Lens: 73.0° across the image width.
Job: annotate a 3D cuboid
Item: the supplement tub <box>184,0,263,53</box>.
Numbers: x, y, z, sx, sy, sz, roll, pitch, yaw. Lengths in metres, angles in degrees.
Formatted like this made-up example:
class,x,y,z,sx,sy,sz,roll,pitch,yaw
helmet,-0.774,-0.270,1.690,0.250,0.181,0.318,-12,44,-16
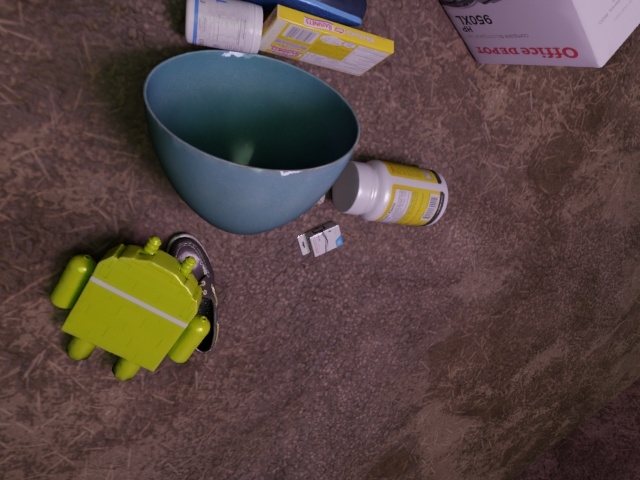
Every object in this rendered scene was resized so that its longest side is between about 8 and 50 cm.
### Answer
class,x,y,z,sx,sy,sz,roll,pitch,yaw
supplement tub,-0.143,-0.319,0.637,0.107,0.071,0.071,2,111,-19

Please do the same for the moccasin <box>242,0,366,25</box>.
class,x,y,z,sx,sy,sz,roll,pitch,yaw
moccasin,-0.076,-0.401,0.606,0.341,0.137,0.117,6,104,-30

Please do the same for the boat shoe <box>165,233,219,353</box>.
class,x,y,z,sx,sy,sz,roll,pitch,yaw
boat shoe,-0.226,0.100,0.785,0.081,0.068,0.228,-14,117,-20

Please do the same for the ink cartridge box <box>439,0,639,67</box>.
class,x,y,z,sx,sy,sz,roll,pitch,yaw
ink cartridge box,0.302,-0.473,0.673,0.395,0.285,0.166,38,93,-33

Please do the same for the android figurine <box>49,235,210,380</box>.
class,x,y,z,sx,sy,sz,roll,pitch,yaw
android figurine,-0.306,0.113,0.714,0.248,0.056,0.273,31,110,-17

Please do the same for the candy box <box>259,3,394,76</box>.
class,x,y,z,sx,sy,sz,roll,pitch,yaw
candy box,0.006,-0.317,0.701,0.205,0.105,0.027,3,89,-28

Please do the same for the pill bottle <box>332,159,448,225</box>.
class,x,y,z,sx,sy,sz,roll,pitch,yaw
pill bottle,0.137,-0.094,0.855,0.208,0.119,0.119,5,109,-28

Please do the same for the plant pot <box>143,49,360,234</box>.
class,x,y,z,sx,sy,sz,roll,pitch,yaw
plant pot,-0.109,-0.122,0.651,0.290,0.290,0.195,-5,140,-25

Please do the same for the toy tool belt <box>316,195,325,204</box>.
class,x,y,z,sx,sy,sz,roll,pitch,yaw
toy tool belt,-0.019,-0.109,0.818,0.083,0.052,0.051,43,58,-37

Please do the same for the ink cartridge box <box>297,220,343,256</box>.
class,x,y,z,sx,sy,sz,roll,pitch,yaw
ink cartridge box,0.000,0.000,0.880,0.083,0.028,0.048,-25,120,-15
